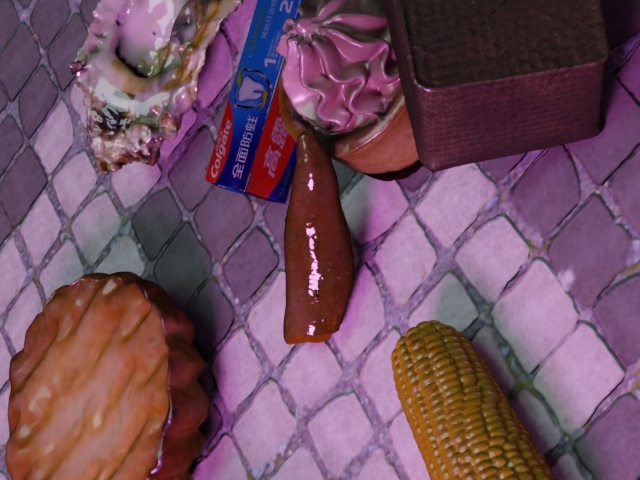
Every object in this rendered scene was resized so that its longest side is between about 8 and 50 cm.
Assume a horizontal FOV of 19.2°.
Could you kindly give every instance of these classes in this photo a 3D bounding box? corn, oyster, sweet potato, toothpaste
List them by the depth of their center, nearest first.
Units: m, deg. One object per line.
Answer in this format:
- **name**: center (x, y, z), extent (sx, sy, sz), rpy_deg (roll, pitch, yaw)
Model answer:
- **corn**: center (0.147, 0.199, 1.713), extent (0.106, 0.106, 0.305), rpy_deg (-49, 43, 25)
- **sweet potato**: center (0.000, 0.000, 1.914), extent (0.077, 0.077, 0.243), rpy_deg (32, 126, 47)
- **toothpaste**: center (-0.039, -0.204, 2.067), extent (0.076, 0.066, 0.320), rpy_deg (16, 90, 48)
- **oyster**: center (-0.185, -0.241, 2.223), extent (0.201, 0.107, 0.354), rpy_deg (26, 84, 28)

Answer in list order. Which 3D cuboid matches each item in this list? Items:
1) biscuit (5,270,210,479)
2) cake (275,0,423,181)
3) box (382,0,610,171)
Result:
- **biscuit**: center (-0.235, 0.192, 2.117), extent (0.326, 0.107, 0.325), rpy_deg (-17, 67, 46)
- **cake**: center (0.028, -0.168, 1.904), extent (0.207, 0.178, 0.185), rpy_deg (-53, 46, 25)
- **box**: center (0.155, -0.223, 1.755), extent (0.184, 0.143, 0.273), rpy_deg (-11, 61, 0)
